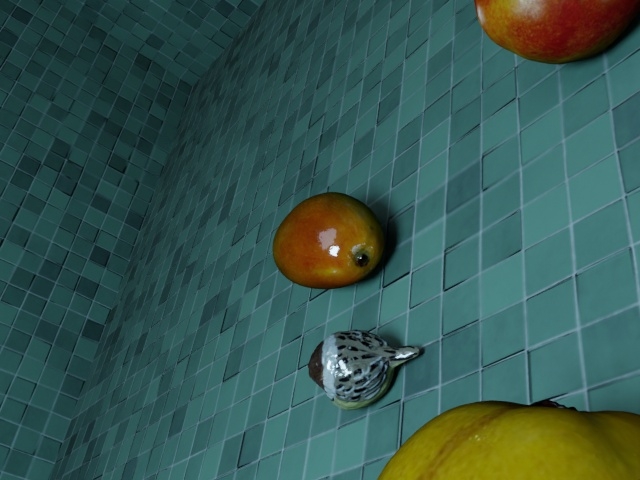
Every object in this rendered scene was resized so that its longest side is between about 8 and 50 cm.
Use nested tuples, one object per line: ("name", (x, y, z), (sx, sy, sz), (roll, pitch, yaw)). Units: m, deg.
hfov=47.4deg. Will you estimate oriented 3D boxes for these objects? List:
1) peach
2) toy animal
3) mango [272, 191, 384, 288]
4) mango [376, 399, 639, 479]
("peach", (0.272, -0.302, 0.821), (0.190, 0.190, 0.192), (-93, 21, -51))
("toy animal", (0.046, 0.146, 0.878), (0.137, 0.098, 0.098), (-39, 31, 38))
("mango", (-0.001, 0.005, 1.097), (0.146, 0.129, 0.289), (-69, 17, -14))
("mango", (0.111, 0.274, 0.465), (0.264, 0.221, 0.378), (33, 102, 62))
